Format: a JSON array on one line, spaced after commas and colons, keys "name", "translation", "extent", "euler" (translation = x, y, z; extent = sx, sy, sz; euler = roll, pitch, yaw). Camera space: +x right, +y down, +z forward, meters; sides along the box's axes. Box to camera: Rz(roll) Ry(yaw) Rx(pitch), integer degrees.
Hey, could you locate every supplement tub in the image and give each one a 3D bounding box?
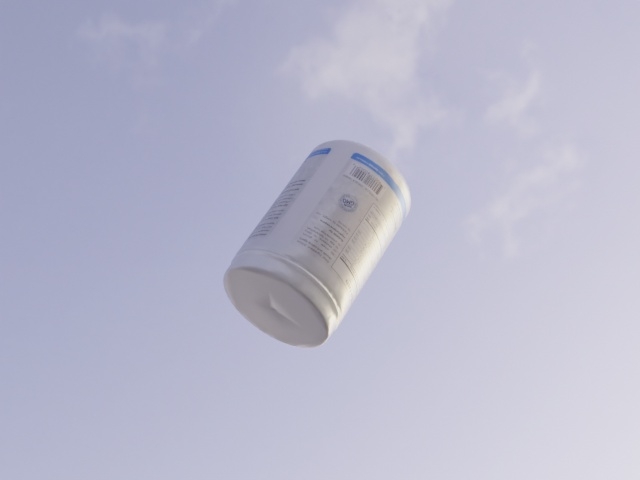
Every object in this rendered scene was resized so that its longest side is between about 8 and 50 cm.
[{"name": "supplement tub", "translation": [0.000, 0.000, 0.559], "extent": [0.071, 0.107, 0.071], "euler": [24, -33, 17]}]
